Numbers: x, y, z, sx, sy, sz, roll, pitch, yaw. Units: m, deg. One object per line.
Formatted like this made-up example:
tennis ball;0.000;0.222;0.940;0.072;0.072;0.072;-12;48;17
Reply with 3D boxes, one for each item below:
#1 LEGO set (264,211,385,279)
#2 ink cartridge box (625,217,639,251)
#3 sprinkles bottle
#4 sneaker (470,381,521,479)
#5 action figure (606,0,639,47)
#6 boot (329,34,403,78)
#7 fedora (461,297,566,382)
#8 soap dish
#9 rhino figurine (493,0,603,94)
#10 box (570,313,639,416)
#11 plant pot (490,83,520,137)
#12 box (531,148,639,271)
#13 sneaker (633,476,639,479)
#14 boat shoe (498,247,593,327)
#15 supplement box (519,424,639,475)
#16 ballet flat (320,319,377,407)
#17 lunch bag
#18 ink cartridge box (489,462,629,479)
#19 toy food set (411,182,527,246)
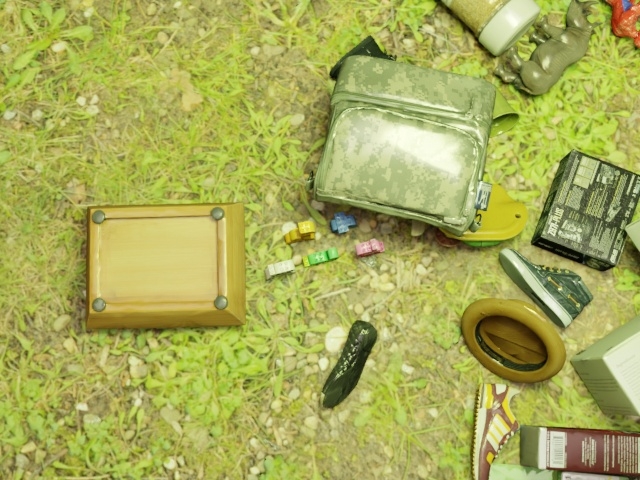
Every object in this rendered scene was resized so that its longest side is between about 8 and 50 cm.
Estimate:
LEGO set;0.000;0.000;1.524;0.227;0.093;0.087;-14;80;-3
ink cartridge box;0.715;-0.012;1.472;0.289;0.121;0.211;-27;81;-28
sprinkles bottle;0.256;-0.517;1.602;0.121;0.121;0.355;-42;83;-7
sneaker;0.312;0.347;1.480;0.083;0.069;0.186;5;81;6
action figure;0.587;-0.507;1.617;0.139;0.091;0.280;-26;81;4
boot;0.091;-0.326;1.609;0.121;0.045;0.099;-41;86;-7
fedora;0.349;0.163;1.487;0.194;0.194;0.079;40;48;6
soap dish;-0.281;0.040;1.503;0.290;0.118;0.229;-1;80;-2
rhino figurine;0.451;-0.375;1.605;0.106;0.073;0.243;44;81;10
box;0.560;0.207;1.449;0.182;0.181;0.119;-31;82;-6
plant pot;0.323;-0.250;1.585;0.083;0.083;0.079;-20;69;-4
box;0.493;-0.054;1.546;0.147;0.077;0.180;21;80;3
sneaker;0.663;0.490;1.451;0.293;0.102;0.146;3;99;-8
boat shoe;0.413;0.067;1.536;0.083;0.065;0.183;-42;89;-10
supplement box;0.479;0.362;1.448;0.239;0.130;0.073;4;80;-1
ballet flat;0.048;0.225;1.518;0.057;0.049;0.173;37;79;-40
lunch bag;0.148;-0.152;1.464;0.305;0.212;0.256;13;67;5
ink cartridge box;0.413;0.486;1.466;0.235;0.056;0.171;6;81;-2
toy food set;0.269;-0.038;1.553;0.217;0.071;0.128;1;56;-2
